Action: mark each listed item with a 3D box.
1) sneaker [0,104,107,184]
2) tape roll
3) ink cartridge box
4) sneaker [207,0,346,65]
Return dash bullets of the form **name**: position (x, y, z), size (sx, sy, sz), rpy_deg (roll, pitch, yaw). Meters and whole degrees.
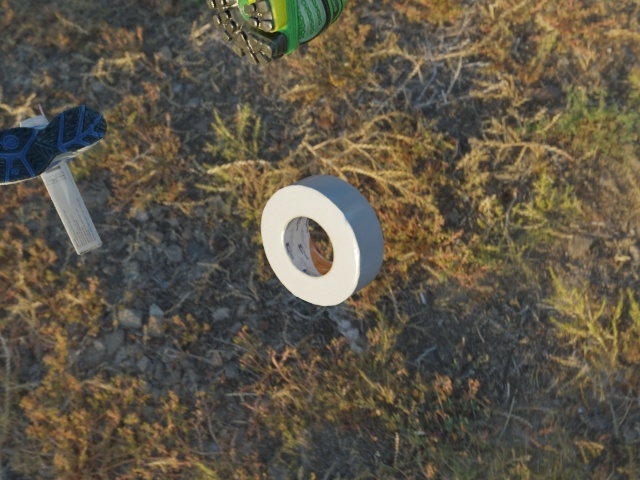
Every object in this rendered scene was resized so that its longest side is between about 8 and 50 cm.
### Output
- **sneaker**: position (-0.415, -0.127, 0.968), size (0.211, 0.081, 0.080), rpy_deg (-27, 93, -33)
- **tape roll**: position (0.000, 0.000, 1.148), size (0.219, 0.219, 0.072), rpy_deg (29, 36, 29)
- **ink cartridge box**: position (-0.568, -0.138, 1.439), size (0.060, 0.275, 0.239), rpy_deg (-25, 33, -18)
- **sneaker**: position (-0.071, -0.370, 0.689), size (0.146, 0.344, 0.134), rpy_deg (-33, 32, -31)
